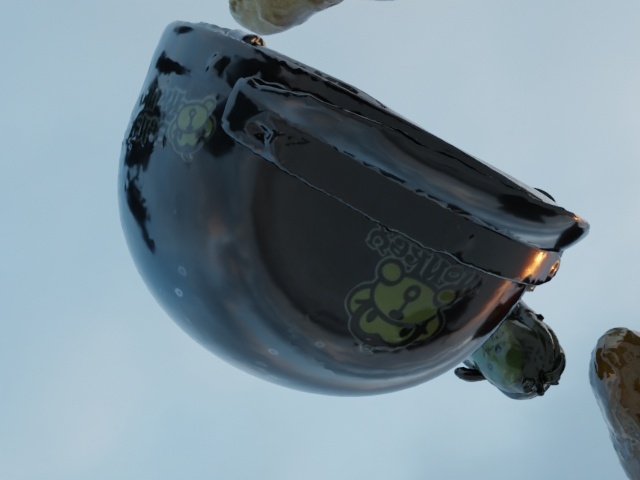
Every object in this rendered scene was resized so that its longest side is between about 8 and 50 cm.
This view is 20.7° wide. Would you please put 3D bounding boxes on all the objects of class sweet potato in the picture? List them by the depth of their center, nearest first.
[{"bbox_3d":[0.281,0.201,1.151,0.106,0.095,0.354,-44,-78,8],"label":"sweet potato"}]

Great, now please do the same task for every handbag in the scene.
[{"bbox_3d":[0.118,0.065,1.128,0.047,0.111,0.072,7,-67,-35],"label":"handbag"}]

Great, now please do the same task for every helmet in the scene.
[{"bbox_3d":[0.000,0.000,0.910,0.230,0.279,0.160,28,-87,-28],"label":"helmet"}]

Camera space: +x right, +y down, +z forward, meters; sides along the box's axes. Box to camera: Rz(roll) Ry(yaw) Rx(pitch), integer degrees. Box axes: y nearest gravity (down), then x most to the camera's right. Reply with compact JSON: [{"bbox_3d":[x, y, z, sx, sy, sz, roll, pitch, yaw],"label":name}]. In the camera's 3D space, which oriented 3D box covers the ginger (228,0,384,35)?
[{"bbox_3d":[0.066,-0.245,1.299,0.148,0.333,0.081,8,-121,-34],"label":"ginger"}]
